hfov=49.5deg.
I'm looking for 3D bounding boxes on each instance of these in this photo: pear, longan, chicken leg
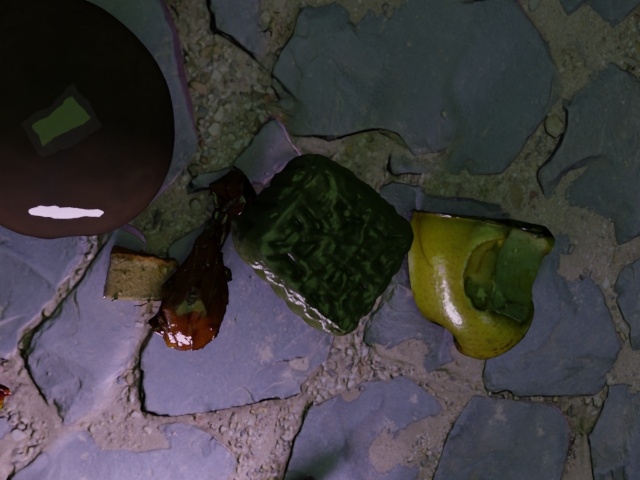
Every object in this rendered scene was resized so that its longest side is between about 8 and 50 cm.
[{"bbox_3d":[0.264,0.078,1.212,0.238,0.164,0.255,9,95,-22],"label":"pear"},{"bbox_3d":[-0.343,-0.159,0.910,0.319,0.319,0.318,-2,98,-19],"label":"longan"},{"bbox_3d":[-0.176,0.027,1.089,0.113,0.093,0.304,21,85,-28],"label":"chicken leg"}]

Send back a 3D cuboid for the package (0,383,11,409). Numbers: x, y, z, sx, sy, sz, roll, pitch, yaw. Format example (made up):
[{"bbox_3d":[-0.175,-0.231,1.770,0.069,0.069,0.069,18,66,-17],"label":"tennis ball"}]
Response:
[{"bbox_3d":[-0.581,0.310,0.976,0.224,0.108,0.288,14,84,-15],"label":"package"}]

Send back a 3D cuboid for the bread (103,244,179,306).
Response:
[{"bbox_3d":[-0.275,0.060,1.061,0.109,0.080,0.084,14,94,-18],"label":"bread"}]

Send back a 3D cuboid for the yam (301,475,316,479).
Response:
[{"bbox_3d":[-0.058,0.459,1.203,0.132,0.054,0.054,-23,104,-16],"label":"yam"}]

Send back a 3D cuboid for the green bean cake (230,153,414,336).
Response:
[{"bbox_3d":[0.000,0.000,1.072,0.248,0.125,0.222,41,77,-17],"label":"green bean cake"}]
